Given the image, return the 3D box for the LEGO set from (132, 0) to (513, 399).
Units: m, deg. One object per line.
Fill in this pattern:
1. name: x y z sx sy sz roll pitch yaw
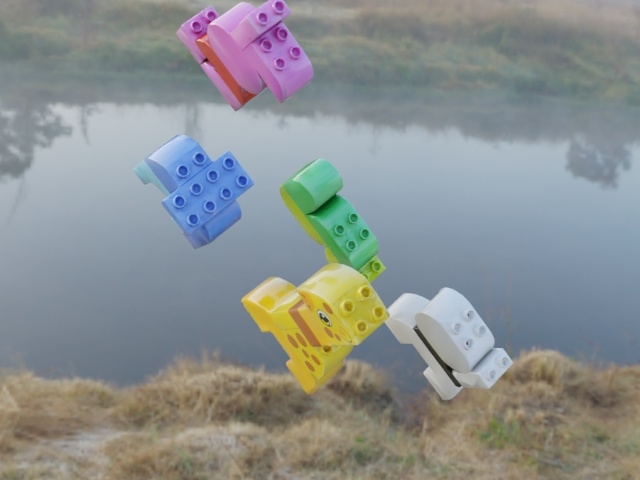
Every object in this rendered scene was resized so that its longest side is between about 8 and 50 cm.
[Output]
1. LEGO set: 0.000 0.000 0.389 0.087 0.227 0.093 -41 10 -23
